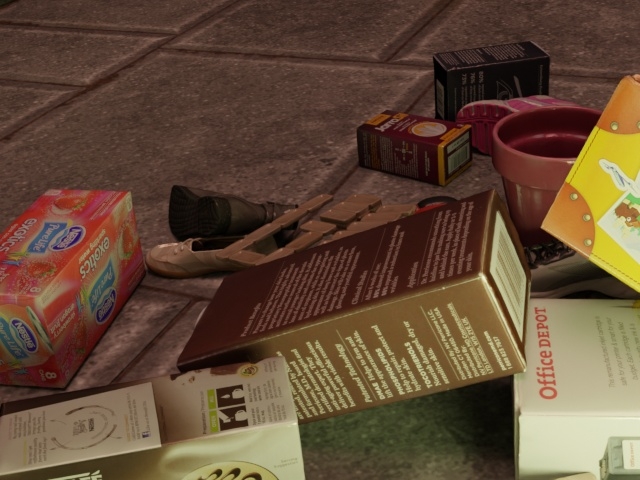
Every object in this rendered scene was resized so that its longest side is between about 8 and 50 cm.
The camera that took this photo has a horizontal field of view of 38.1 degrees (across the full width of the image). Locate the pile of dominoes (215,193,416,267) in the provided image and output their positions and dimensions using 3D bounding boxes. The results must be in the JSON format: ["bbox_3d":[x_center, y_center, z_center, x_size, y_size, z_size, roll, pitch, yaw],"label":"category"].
[{"bbox_3d":[0.000,0.000,1.369,0.196,0.040,0.251,13,34,45],"label":"pile of dominoes"}]

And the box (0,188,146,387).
[{"bbox_3d":[-0.377,0.059,1.321,0.142,0.154,0.300,2,29,13],"label":"box"}]

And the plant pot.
[{"bbox_3d":[0.361,-0.087,1.413,0.201,0.180,0.201,-4,30,2],"label":"plant pot"}]

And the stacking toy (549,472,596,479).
[{"bbox_3d":[0.182,0.336,0.811,0.309,0.130,0.279,-2,16,-10],"label":"stacking toy"}]

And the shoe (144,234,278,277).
[{"bbox_3d":[-0.170,0.016,1.449,0.219,0.058,0.076,0,30,10],"label":"shoe"}]

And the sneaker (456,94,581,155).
[{"bbox_3d":[0.382,-0.218,1.735,0.252,0.103,0.111,8,28,11],"label":"sneaker"}]

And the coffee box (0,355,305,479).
[{"bbox_3d":[-0.168,0.238,0.953,0.297,0.168,0.119,-9,30,-6],"label":"coffee box"}]

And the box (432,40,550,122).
[{"bbox_3d":[0.332,-0.290,1.804,0.207,0.153,0.108,-8,29,-6],"label":"box"}]

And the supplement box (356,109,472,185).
[{"bbox_3d":[0.172,-0.173,1.697,0.188,0.081,0.104,17,37,34],"label":"supplement box"}]

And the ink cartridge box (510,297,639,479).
[{"bbox_3d":[0.364,0.170,1.015,0.306,0.131,0.226,-1,28,11],"label":"ink cartridge box"}]

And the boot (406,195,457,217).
[{"bbox_3d":[0.129,-0.001,1.417,0.244,0.088,0.176,-17,21,-13],"label":"boot"}]

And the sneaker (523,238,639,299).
[{"bbox_3d":[0.352,0.023,1.300,0.271,0.108,0.100,-4,32,6],"label":"sneaker"}]

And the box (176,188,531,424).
[{"bbox_3d":[0.043,0.092,1.080,0.381,0.143,0.191,-16,25,24],"label":"box"}]

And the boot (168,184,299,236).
[{"bbox_3d":[-0.147,-0.041,1.540,0.161,0.083,0.246,2,7,-31],"label":"boot"}]

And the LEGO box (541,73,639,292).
[{"bbox_3d":[0.551,0.011,0.969,0.500,0.193,0.372,37,31,25],"label":"LEGO box"}]
